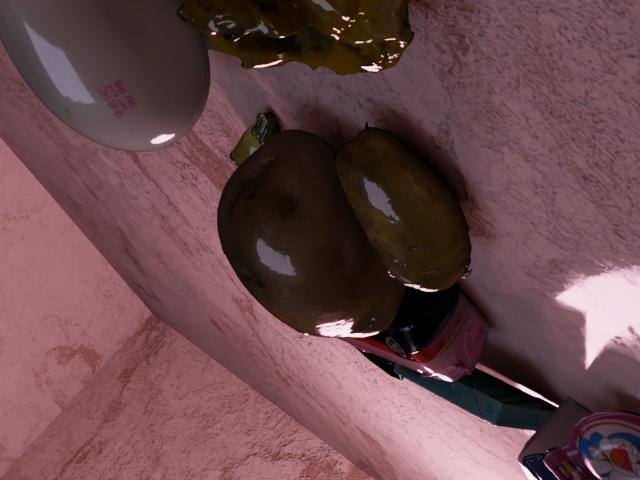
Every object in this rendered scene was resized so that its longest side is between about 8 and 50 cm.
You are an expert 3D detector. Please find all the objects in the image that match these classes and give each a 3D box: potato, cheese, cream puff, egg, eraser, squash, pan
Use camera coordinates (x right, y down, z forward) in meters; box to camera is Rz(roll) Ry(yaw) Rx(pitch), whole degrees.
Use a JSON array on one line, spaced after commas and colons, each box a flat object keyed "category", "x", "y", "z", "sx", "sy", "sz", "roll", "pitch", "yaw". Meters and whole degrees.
[{"category": "potato", "x": 0.102, "y": -0.040, "z": 1.497, "sx": 0.149, "sy": 0.113, "sz": 0.251, "roll": 35, "pitch": 158, "yaw": 55}, {"category": "cheese", "x": 0.381, "y": 0.292, "z": 1.683, "sx": 0.244, "sy": 0.062, "sz": 0.155, "roll": -25, "pitch": 113, "yaw": 41}, {"category": "cream puff", "x": -0.036, "y": -0.236, "z": 1.120, "sx": 0.282, "sy": 0.185, "sz": 0.282, "roll": 42, "pitch": 165, "yaw": 14}, {"category": "egg", "x": -0.286, "y": -0.274, "z": 1.584, "sx": 0.371, "sy": 0.230, "sz": 0.230, "roll": 53, "pitch": 163, "yaw": -26}, {"category": "eraser", "x": 0.374, "y": 0.340, "z": 1.873, "sx": 0.068, "sy": 0.124, "sz": 0.210, "roll": 30, "pitch": 163, "yaw": 38}, {"category": "squash", "x": -0.092, "y": -0.127, "z": 1.825, "sx": 0.200, "sy": 0.075, "sz": 0.090, "roll": 100, "pitch": 147, "yaw": -72}, {"category": "pan", "x": 0.084, "y": 0.182, "z": 2.338, "sx": 0.202, "sy": 0.048, "sz": 0.128, "roll": 34, "pitch": 163, "yaw": 24}, {"category": "potato", "x": -0.013, "y": 0.000, "z": 1.690, "sx": 0.243, "sy": 0.221, "sz": 0.326, "roll": 31, "pitch": 167, "yaw": 32}]

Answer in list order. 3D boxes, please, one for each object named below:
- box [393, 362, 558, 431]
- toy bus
[{"category": "box", "x": 0.245, "y": 0.232, "z": 1.919, "sx": 0.162, "sy": 0.041, "sz": 0.229, "roll": 13, "pitch": -173, "yaw": -39}, {"category": "toy bus", "x": 0.123, "y": 0.114, "z": 1.874, "sx": 0.147, "sy": 0.127, "sz": 0.303, "roll": 44, "pitch": 165, "yaw": -30}]
